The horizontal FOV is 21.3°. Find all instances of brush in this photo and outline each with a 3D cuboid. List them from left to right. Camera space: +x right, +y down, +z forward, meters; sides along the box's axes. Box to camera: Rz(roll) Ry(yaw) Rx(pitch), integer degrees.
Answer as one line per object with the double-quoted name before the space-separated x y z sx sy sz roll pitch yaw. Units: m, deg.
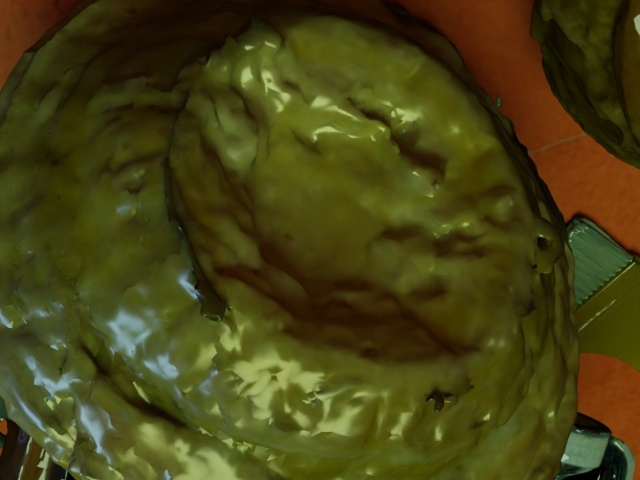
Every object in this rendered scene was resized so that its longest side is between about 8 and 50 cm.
"brush" 0.182 0.063 0.936 0.205 0.011 0.083 34 116 -28

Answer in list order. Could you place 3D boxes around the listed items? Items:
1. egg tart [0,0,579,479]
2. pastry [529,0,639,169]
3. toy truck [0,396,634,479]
"egg tart" 0.000 0.000 0.700 0.290 0.290 0.115 16 152 -18
"pastry" 0.208 -0.123 0.735 0.240 0.132 0.235 -15 119 -4
"toy truck" 0.002 0.112 0.853 0.338 0.184 0.133 14 97 -23
